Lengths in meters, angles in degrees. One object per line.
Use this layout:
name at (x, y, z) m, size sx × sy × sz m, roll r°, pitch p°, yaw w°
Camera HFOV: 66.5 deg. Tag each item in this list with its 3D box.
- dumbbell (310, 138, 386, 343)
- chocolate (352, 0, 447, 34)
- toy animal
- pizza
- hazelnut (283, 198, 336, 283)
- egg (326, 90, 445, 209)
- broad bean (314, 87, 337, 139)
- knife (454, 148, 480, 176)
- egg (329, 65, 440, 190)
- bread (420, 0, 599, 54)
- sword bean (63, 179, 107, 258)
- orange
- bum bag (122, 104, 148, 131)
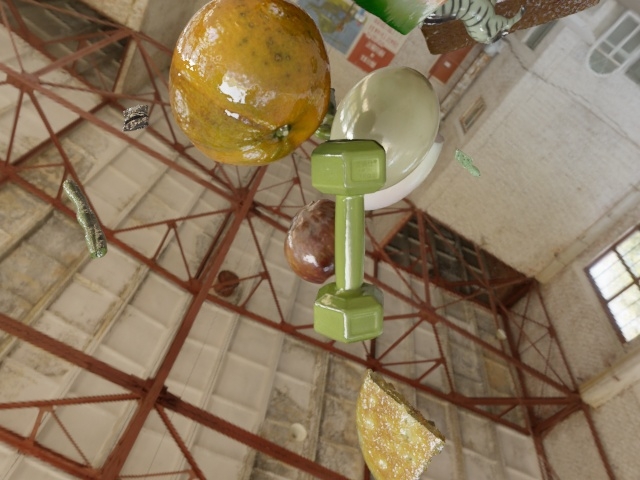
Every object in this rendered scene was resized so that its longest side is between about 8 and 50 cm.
dumbbell at (0.044, 0.002, 0.730) m, size 0.121 × 0.302 × 0.108 m, roll -6°, pitch -164°, yaw -21°
chocolate at (0.152, -0.443, 0.616) m, size 0.161 × 0.341 × 0.360 m, roll 59°, pitch -154°, yaw 1°
toy animal at (0.291, -0.452, 0.956) m, size 0.217 × 0.176 × 0.073 m, roll 31°, pitch -178°, yaw -30°
pizza at (0.166, 0.401, 0.999) m, size 0.058 × 0.197 × 0.292 m, roll -7°, pitch -101°, yaw -57°
hazelnut at (0.000, 0.000, 0.897) m, size 0.143 × 0.143 × 0.154 m, roll 41°, pitch -117°, yaw 7°
egg at (0.167, -0.260, 1.567) m, size 0.354 × 0.340 × 0.354 m, roll 24°, pitch -154°, yaw -12°
broad bean at (0.013, -0.295, 1.126) m, size 0.070 × 0.048 × 0.214 m, roll 36°, pitch -144°, yaw -25°
knife at (0.364, -0.186, 1.192) m, size 0.014 × 0.030 × 0.207 m, roll 40°, pitch -166°, yaw 31°
egg at (0.113, -0.201, 0.898) m, size 0.186 × 0.242 × 0.186 m, roll 33°, pitch -169°, yaw -7°
bread at (0.445, -0.580, 1.176) m, size 0.165 × 0.416 × 0.113 m, roll 33°, pitch -132°, yaw -64°
sword bean at (-0.521, -0.052, 1.079) m, size 0.043 × 0.038 × 0.269 m, roll 22°, pitch -159°, yaw -52°
orange at (-0.089, -0.206, 0.662) m, size 0.240 × 0.240 × 0.171 m, roll -2°, pitch -130°, yaw -45°
bum bag at (-0.391, -0.260, 1.033) m, size 0.058 × 0.034 × 0.124 m, roll -19°, pitch -145°, yaw -9°
